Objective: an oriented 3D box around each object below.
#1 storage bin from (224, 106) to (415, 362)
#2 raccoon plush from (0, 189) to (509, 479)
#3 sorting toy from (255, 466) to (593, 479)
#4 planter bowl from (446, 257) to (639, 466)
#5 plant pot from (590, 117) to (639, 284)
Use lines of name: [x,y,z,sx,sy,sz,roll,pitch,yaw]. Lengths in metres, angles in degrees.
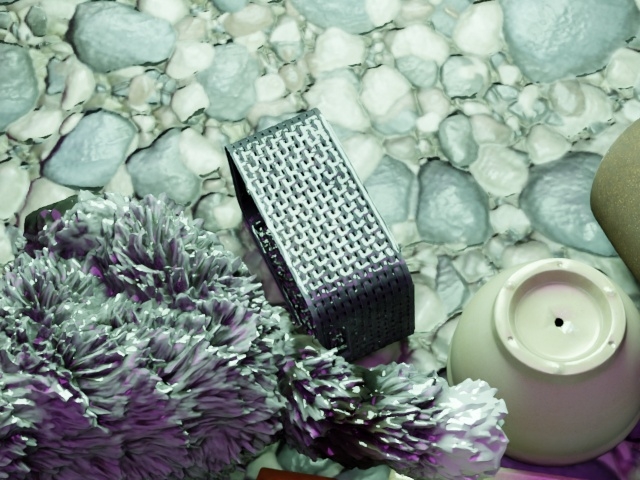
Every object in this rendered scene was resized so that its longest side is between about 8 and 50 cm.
storage bin: [0.000,0.000,1.063,0.084,0.122,0.180,-23,63,-8]
raccoon plush: [-0.121,0.123,0.874,0.446,0.216,0.299,5,30,19]
sorting toy: [0.092,0.221,0.922,0.307,0.041,0.229,7,26,8]
planter bowl: [0.179,0.078,1.016,0.162,0.109,0.162,-2,61,3]
plant pot: [0.327,-0.003,1.011,0.215,0.215,0.230,-38,52,-15]
